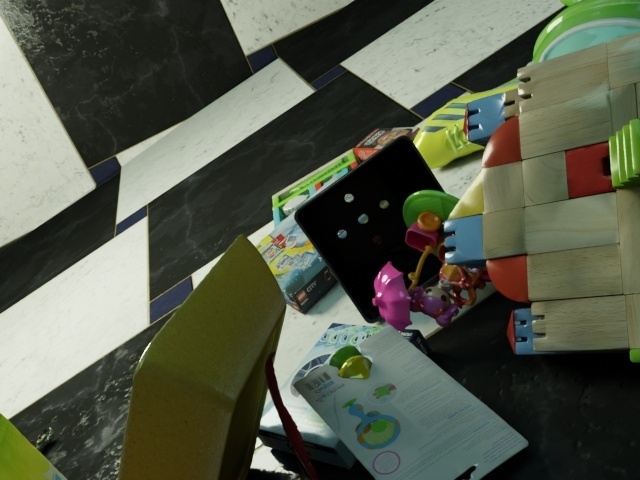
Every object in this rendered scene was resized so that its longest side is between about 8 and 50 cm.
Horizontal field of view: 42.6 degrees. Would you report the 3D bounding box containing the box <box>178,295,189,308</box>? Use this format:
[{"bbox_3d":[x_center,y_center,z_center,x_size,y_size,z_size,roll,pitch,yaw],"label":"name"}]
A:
[{"bbox_3d":[-0.218,0.117,1.467,0.083,0.018,0.067,-21,26,27],"label":"box"}]

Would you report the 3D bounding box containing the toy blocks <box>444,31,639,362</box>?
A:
[{"bbox_3d":[0.245,-0.029,0.833,0.261,0.190,0.381,-10,76,44],"label":"toy blocks"}]

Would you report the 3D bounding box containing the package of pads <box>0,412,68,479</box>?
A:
[{"bbox_3d":[-0.369,0.356,0.940,0.101,0.229,0.296,-32,24,5],"label":"package of pads"}]

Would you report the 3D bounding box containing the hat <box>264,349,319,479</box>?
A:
[{"bbox_3d":[-0.032,0.244,0.748,0.173,0.184,0.208,-33,18,-19],"label":"hat"}]

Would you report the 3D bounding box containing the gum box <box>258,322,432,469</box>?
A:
[{"bbox_3d":[0.025,0.181,0.998,0.157,0.041,0.184,-3,39,49],"label":"gum box"}]

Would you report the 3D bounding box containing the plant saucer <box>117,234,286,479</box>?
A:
[{"bbox_3d":[-0.117,0.201,0.857,0.081,0.333,0.333,16,21,5],"label":"plant saucer"}]

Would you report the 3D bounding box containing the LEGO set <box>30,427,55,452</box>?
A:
[{"bbox_3d":[-0.468,0.340,1.369,0.083,0.023,0.054,-32,17,40],"label":"LEGO set"}]

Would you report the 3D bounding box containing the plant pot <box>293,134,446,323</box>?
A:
[{"bbox_3d":[0.076,-0.022,1.168,0.188,0.187,0.167,-36,10,-4],"label":"plant pot"}]

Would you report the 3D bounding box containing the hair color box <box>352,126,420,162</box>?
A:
[{"bbox_3d":[0.130,-0.177,1.547,0.072,0.043,0.141,-42,25,-21],"label":"hair color box"}]

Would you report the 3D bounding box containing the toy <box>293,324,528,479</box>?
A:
[{"bbox_3d":[0.087,0.191,0.855,0.137,0.056,0.237,-29,38,-17],"label":"toy"}]

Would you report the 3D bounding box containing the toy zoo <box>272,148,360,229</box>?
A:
[{"bbox_3d":[0.001,-0.064,1.515,0.192,0.030,0.293,-30,24,8],"label":"toy zoo"}]

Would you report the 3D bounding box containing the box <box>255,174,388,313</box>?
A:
[{"bbox_3d":[0.000,0.000,1.327,0.233,0.044,0.159,-42,40,-17],"label":"box"}]

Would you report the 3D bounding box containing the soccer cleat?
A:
[{"bbox_3d":[0.274,-0.190,1.326,0.289,0.093,0.121,-26,31,20],"label":"soccer cleat"}]

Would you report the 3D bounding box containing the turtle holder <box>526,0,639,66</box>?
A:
[{"bbox_3d":[0.397,-0.155,0.976,0.320,0.243,0.227,18,63,13],"label":"turtle holder"}]

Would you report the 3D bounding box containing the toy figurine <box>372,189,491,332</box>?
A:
[{"bbox_3d":[0.139,0.048,0.996,0.173,0.130,0.159,28,60,17],"label":"toy figurine"}]
